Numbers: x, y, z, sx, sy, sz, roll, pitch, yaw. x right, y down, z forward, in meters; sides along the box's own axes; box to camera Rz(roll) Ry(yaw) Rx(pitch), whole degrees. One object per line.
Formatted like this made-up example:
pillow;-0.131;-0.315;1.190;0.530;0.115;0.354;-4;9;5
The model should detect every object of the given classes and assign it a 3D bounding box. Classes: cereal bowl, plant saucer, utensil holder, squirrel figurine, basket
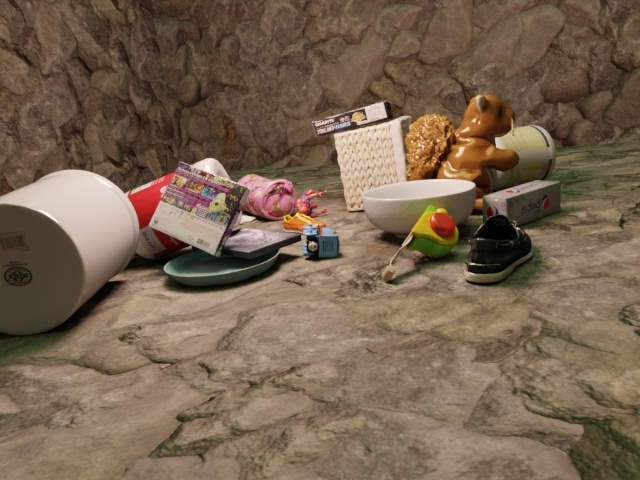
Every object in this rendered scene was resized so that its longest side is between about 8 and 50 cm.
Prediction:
cereal bowl;0.299;-0.090;1.706;0.338;0.141;0.339;-6;14;2
plant saucer;-0.267;0.067;1.556;0.317;0.044;0.318;-6;14;1
utensil holder;-0.661;0.018;1.386;0.327;0.328;0.385;-7;17;0
squirrel figurine;0.481;-0.323;1.945;0.396;0.371;0.281;12;16;12
basket;0.239;-0.299;2.225;0.266;0.332;0.328;-8;12;19

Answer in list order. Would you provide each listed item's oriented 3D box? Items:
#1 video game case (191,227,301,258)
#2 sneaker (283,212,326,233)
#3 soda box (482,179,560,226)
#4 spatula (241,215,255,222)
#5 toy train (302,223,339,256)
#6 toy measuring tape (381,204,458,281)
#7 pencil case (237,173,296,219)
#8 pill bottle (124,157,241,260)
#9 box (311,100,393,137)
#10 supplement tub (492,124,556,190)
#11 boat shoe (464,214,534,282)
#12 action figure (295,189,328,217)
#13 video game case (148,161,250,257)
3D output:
video game case;-0.218;0.005;1.645;0.274;0.026;0.196;5;18;44
sneaker;-0.059;-0.059;1.915;0.175;0.068;0.064;4;16;32
soda box;0.619;-0.112;1.729;0.286;0.098;0.091;-17;18;-35
spatula;-0.395;-0.072;2.244;0.241;0.019;0.168;1;21;33
toy train;0.000;0.000;1.633;0.105;0.080;0.184;2;11;-2
toy measuring tape;0.266;0.019;1.409;0.121;0.122;0.330;2;33;33
pencil case;-0.233;-0.184;2.317;0.167;0.160;0.386;-5;11;-25
pill bottle;-0.471;-0.079;1.755;0.407;0.229;0.229;-22;12;7
box;0.135;-0.486;2.262;0.293;0.074;0.295;-11;10;13
supplement tub;0.733;-0.323;2.241;0.324;0.236;0.235;-11;14;-17
boat shoe;0.424;-0.003;1.345;0.127;0.113;0.340;3;17;37
action figure;-0.020;-0.147;2.190;0.138;0.092;0.280;-13;12;12
video game case;-0.340;-0.090;1.583;0.231;0.210;0.042;21;-8;18
